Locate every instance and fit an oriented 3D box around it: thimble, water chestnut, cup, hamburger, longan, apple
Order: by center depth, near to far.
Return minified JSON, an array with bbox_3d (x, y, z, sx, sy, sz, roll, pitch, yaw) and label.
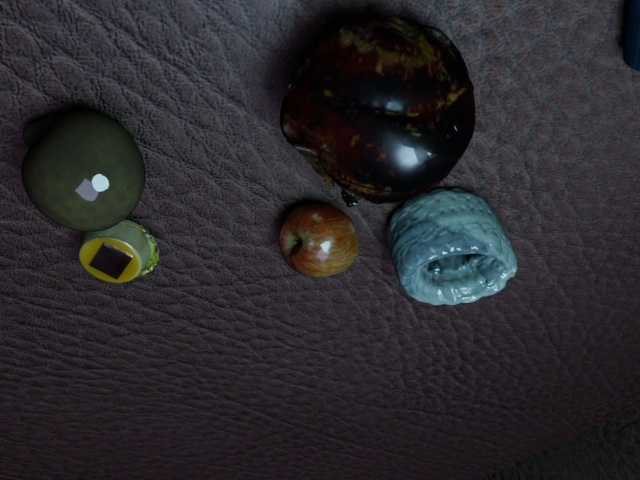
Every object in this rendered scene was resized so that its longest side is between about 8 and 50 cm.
[{"bbox_3d":[0.088,-0.179,0.783,0.289,0.288,0.244,25,157,-32],"label":"water chestnut"},{"bbox_3d":[0.545,-0.346,0.809,0.150,0.113,0.138,-17,137,7],"label":"cup"},{"bbox_3d":[-0.366,-0.112,0.810,0.204,0.159,0.184,36,108,6],"label":"longan"},{"bbox_3d":[-0.369,0.017,0.981,0.141,0.081,0.126,17,127,-11],"label":"hamburger"},{"bbox_3d":[0.000,0.000,1.006,0.131,0.146,0.146,-8,139,-34],"label":"apple"},{"bbox_3d":[0.260,0.013,1.062,0.250,0.171,0.204,4,137,-12],"label":"thimble"}]
